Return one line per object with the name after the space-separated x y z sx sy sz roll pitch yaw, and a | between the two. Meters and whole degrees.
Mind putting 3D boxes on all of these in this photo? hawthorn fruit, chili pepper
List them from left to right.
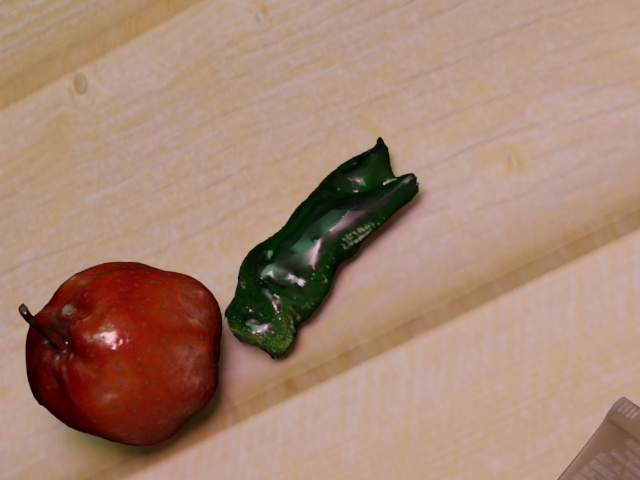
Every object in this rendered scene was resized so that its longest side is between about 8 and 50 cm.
-0.175 0.087 1.115 0.157 0.194 0.156 -15 66 37 | hawthorn fruit
-0.001 -0.001 1.172 0.098 0.061 0.224 27 75 45 | chili pepper

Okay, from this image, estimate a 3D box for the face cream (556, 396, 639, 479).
0.149 0.258 0.916 0.341 0.084 0.137 -42 51 -15 | face cream
